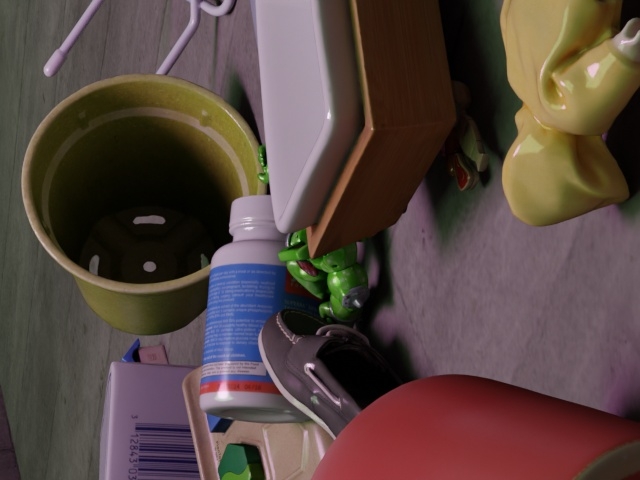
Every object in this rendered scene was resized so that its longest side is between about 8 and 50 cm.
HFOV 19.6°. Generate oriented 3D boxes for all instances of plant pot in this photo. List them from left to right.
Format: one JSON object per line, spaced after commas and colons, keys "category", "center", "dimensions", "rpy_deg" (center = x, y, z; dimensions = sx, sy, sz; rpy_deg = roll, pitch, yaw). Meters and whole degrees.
{"category": "plant pot", "center": [-0.206, -0.015, 2.190], "dimensions": [0.254, 0.276, 0.276], "rpy_deg": [100, 159, -64]}
{"category": "plant pot", "center": [0.148, 0.222, 1.203], "dimensions": [0.243, 0.275, 0.275], "rpy_deg": [-11, 85, 63]}

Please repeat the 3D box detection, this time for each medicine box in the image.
{"category": "medicine box", "center": [-0.196, 0.324, 2.257], "dimensions": [0.289, 0.149, 0.263], "rpy_deg": [107, 165, -61]}

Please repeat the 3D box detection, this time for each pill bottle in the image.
{"category": "pill bottle", "center": [-0.055, 0.070, 1.905], "dimensions": [0.124, 0.124, 0.221], "rpy_deg": [146, 130, -69]}

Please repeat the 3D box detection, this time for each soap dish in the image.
{"category": "soap dish", "center": [0.026, -0.161, 1.594], "dimensions": [0.229, 0.118, 0.291], "rpy_deg": [116, 151, -59]}

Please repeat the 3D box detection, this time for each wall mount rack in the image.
{"category": "wall mount rack", "center": [-0.239, -0.314, 2.262], "dimensions": [0.350, 0.130, 0.304], "rpy_deg": [39, 135, 47]}

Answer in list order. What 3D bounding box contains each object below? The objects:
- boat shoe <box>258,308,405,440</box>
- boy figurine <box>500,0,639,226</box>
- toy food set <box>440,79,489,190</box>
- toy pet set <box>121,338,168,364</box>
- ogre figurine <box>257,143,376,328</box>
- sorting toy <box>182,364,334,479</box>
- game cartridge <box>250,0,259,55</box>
{"category": "boat shoe", "center": [0.047, 0.145, 1.702], "dimensions": [0.335, 0.112, 0.095], "rpy_deg": [53, 127, 48]}
{"category": "boy figurine", "center": [0.178, -0.139, 1.247], "dimensions": [0.177, 0.092, 0.285], "rpy_deg": [-135, 43, -62]}
{"category": "toy food set", "center": [0.116, -0.089, 1.549], "dimensions": [0.078, 0.019, 0.122], "rpy_deg": [107, 152, -47]}
{"category": "toy pet set", "center": [-0.256, 0.203, 2.640], "dimensions": [0.114, 0.065, 0.122], "rpy_deg": [109, 149, -50]}
{"category": "ogre figurine", "center": [0.000, 0.000, 1.791], "dimensions": [0.118, 0.097, 0.197], "rpy_deg": [-172, 79, -73]}
{"category": "sorting toy", "center": [-0.059, 0.236, 1.984], "dimensions": [0.229, 0.041, 0.307], "rpy_deg": [-38, 56, 42]}
{"category": "game cartridge", "center": [-0.017, -0.234, 1.851], "dimensions": [0.198, 0.062, 0.297], "rpy_deg": [129, 133, -70]}
